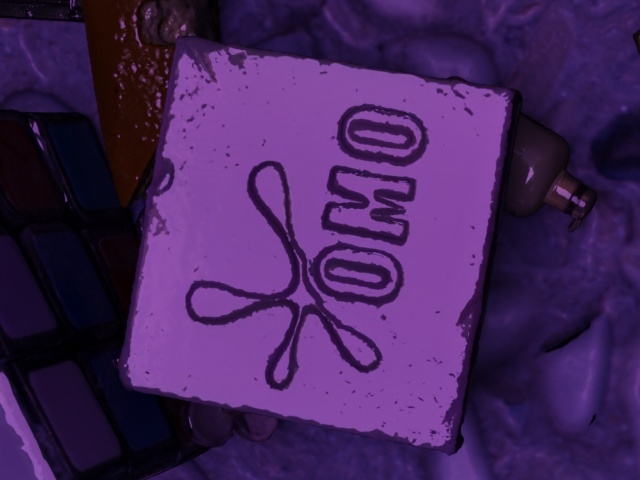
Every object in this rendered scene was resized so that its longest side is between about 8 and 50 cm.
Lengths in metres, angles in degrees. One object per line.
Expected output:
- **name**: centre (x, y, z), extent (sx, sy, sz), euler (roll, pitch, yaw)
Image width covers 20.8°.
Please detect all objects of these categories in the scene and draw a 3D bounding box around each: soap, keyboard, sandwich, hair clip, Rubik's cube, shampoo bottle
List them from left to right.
- **Rubik's cube**: centre (-0.343, 0.110, 1.495), extent (0.363, 0.359, 0.362), euler (-26, 84, 20)
- **keyboard**: centre (-0.297, -0.239, 1.629), extent (0.204, 0.013, 0.061), euler (5, 96, 19)
- **sandwich**: centre (-0.136, -0.153, 1.529), extent (0.128, 0.122, 0.235), euler (-6, 95, 23)
- **hair clip**: centre (-0.089, 0.054, 1.518), extent (0.075, 0.146, 0.257), euler (1, 99, 38)
- **soap**: centre (0.000, 0.000, 1.395), extent (0.285, 0.107, 0.296), euler (9, 91, 11)
- **shampoo bottle**: centre (0.157, -0.068, 1.455), extent (0.162, 0.079, 0.079), euler (31, 104, 14)

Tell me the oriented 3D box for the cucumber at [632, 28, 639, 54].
- **cucumber**: centre (0.363, -0.040, 1.358), extent (0.105, 0.145, 0.325), euler (-32, 70, 8)
